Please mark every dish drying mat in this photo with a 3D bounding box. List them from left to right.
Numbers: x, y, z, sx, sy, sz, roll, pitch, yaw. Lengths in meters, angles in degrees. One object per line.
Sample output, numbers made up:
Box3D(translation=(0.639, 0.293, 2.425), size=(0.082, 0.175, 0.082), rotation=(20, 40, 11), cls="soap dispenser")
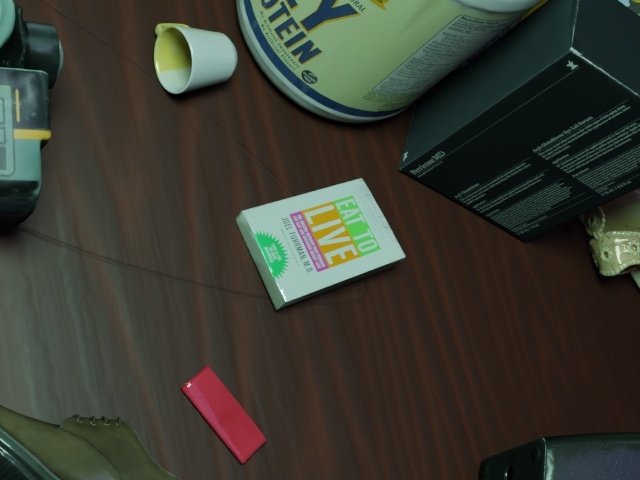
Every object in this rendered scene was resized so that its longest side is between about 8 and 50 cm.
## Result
Box3D(translation=(-0.082, 0.148, 0.735), size=(0.032, 0.008, 0.083), rotation=(-40, 95, -35), cls="dish drying mat")

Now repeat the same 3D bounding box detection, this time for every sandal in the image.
Box3D(translation=(0.362, 0.022, 1.001), size=(0.240, 0.088, 0.079), rotation=(48, 49, -12), cls="sandal")

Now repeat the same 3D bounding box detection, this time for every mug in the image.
Box3D(translation=(-0.116, -0.179, 0.815), size=(0.064, 0.062, 0.078), rotation=(-14, 85, -42), cls="mug")

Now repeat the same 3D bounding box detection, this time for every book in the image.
Box3D(translation=(0.000, 0.000, 0.831), size=(0.144, 0.035, 0.096), rotation=(-19, 78, -33), cls="book")

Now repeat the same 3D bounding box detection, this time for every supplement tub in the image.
Box3D(translation=(0.085, -0.277, 0.808), size=(0.235, 0.325, 0.235), rotation=(12, 65, -27), cls="supplement tub")

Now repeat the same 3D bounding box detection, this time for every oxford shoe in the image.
Box3D(translation=(-0.189, 0.165, 0.633), size=(0.227, 0.083, 0.096), rotation=(37, 37, -14), cls="oxford shoe")

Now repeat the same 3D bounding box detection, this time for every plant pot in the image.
Box3D(translation=(0.242, 0.268, 0.784), size=(0.167, 0.187, 0.188), rotation=(17, 63, -11), cls="plant pot")

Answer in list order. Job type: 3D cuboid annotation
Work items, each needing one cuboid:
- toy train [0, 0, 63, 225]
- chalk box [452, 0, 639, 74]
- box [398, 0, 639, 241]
Box3D(translation=(-0.348, -0.103, 0.604), size=(0.334, 0.142, 0.190), rotation=(-1, 81, -31), cls="toy train")
Box3D(translation=(0.250, -0.264, 0.983), size=(0.180, 0.179, 0.288), rotation=(-17, 78, -36), cls="chalk box")
Box3D(translation=(0.232, -0.118, 0.872), size=(0.184, 0.261, 0.103), rotation=(26, 60, -21), cls="box")
